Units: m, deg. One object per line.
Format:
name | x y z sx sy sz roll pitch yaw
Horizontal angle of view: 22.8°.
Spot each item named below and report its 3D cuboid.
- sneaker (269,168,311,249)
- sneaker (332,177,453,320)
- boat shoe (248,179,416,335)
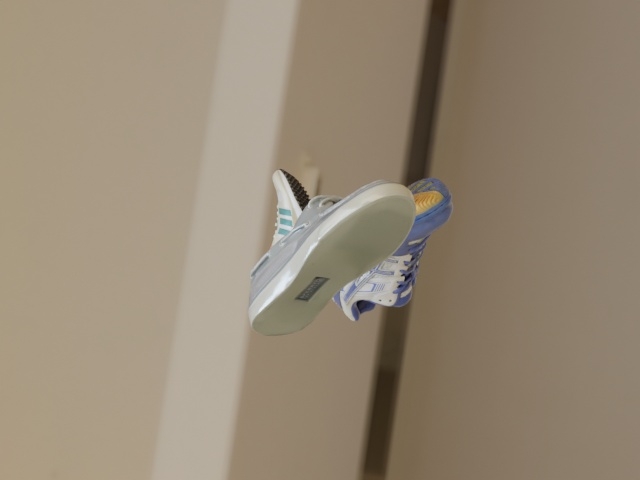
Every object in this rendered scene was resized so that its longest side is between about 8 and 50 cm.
sneaker | -0.042 -0.015 2.041 0.075 0.161 0.057 -31 155 14
sneaker | 0.102 0.016 2.128 0.112 0.131 0.296 -37 -177 -35
boat shoe | 0.001 0.001 1.466 0.079 0.081 0.227 14 138 -34
